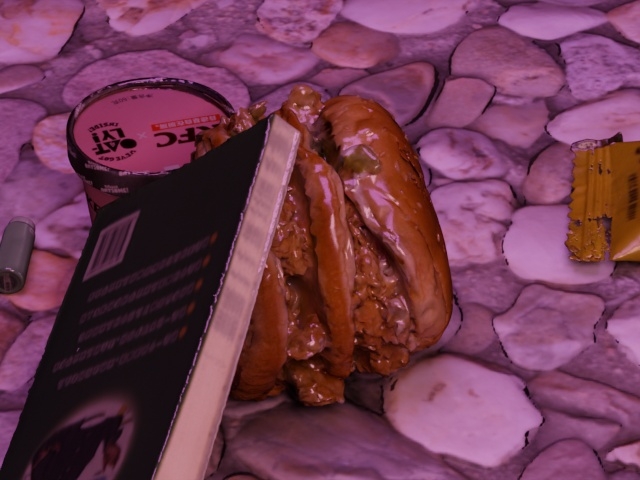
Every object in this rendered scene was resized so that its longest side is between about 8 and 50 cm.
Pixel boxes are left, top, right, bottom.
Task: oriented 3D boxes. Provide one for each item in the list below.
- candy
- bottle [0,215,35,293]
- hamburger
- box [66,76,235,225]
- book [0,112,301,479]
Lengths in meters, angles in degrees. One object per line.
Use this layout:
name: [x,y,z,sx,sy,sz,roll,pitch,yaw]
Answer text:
candy: [0.371,-0.045,1.754,0.297,0.081,0.187,-5,37,14]
bottle: [-0.275,0.012,1.752,0.030,0.030,0.083,0,37,3]
hamburger: [-0.009,-0.005,1.604,0.211,0.245,0.260,-11,19,-8]
box: [-0.148,-0.052,1.745,0.151,0.135,0.151,1,40,-1]
book: [-0.142,0.100,1.409,0.260,0.043,0.370,-24,41,49]
